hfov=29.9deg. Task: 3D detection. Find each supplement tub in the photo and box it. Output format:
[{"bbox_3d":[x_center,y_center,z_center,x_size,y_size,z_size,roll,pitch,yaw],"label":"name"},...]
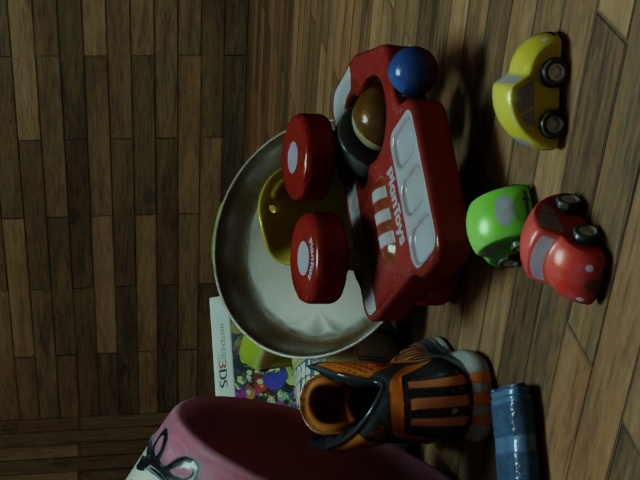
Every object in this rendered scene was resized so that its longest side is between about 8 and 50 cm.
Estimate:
[{"bbox_3d":[0.040,0.209,1.552,0.144,0.144,0.199,105,161,-59],"label":"supplement tub"}]

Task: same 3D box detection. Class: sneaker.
[{"bbox_3d":[0.061,0.167,1.317,0.321,0.180,0.124,133,135,-76],"label":"sneaker"}]

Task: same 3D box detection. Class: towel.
[{"bbox_3d":[0.179,0.189,1.080,0.067,0.029,0.119,129,139,-76],"label":"towel"}]

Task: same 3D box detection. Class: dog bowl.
[{"bbox_3d":[-0.015,0.291,1.240,0.408,0.408,0.150,-142,70,-77],"label":"dog bowl"}]

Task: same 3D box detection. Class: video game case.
[{"bbox_3d":[-0.052,0.171,1.842,0.042,0.232,0.210,60,-157,-65],"label":"video game case"}]

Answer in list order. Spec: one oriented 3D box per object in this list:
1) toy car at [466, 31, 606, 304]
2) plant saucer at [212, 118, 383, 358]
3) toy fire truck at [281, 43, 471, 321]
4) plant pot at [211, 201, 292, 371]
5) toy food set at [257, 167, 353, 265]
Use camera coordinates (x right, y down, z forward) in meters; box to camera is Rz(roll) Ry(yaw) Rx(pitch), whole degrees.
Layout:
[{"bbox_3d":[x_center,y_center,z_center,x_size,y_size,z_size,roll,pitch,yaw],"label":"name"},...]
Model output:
[{"bbox_3d":[0.167,-0.033,1.032,0.225,0.053,0.239,111,155,-66],"label":"toy car"},{"bbox_3d":[0.000,0.000,1.527,0.050,0.311,0.310,23,-122,-56],"label":"plant saucer"},{"bbox_3d":[0.077,-0.072,1.264,0.254,0.169,0.302,126,142,-58],"label":"toy fire truck"},{"bbox_3d":[-0.027,0.061,1.716,0.227,0.228,0.207,113,148,-68],"label":"plant pot"},{"bbox_3d":[0.021,-0.027,1.421,0.071,0.218,0.128,140,121,-65],"label":"toy food set"}]
